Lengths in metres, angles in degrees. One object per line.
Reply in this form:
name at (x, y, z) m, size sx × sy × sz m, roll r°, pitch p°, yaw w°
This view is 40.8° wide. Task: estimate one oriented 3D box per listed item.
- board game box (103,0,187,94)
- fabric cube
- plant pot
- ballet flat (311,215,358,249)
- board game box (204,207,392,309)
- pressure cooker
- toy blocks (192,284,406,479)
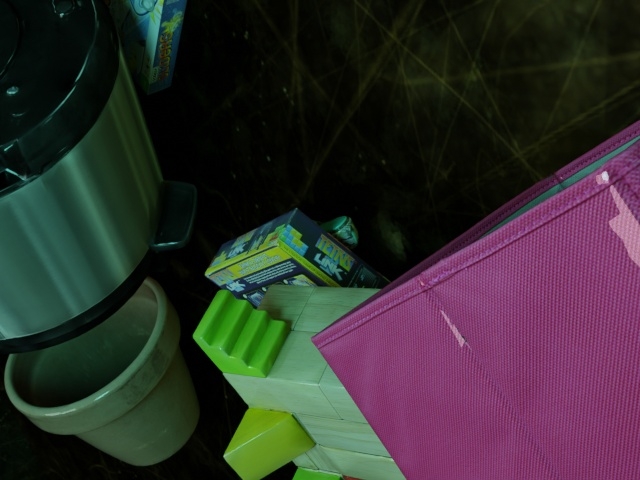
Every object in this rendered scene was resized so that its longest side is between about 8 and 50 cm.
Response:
board game box at (-0.201, -0.274, 0.931) m, size 0.136 × 0.035 × 0.201 m, roll 49°, pitch 146°, yaw 17°
fabric cube at (0.203, 0.068, 0.456) m, size 0.258 × 0.254 × 0.259 m, roll 57°, pitch 147°, yaw 4°
plant pot at (-0.292, 0.214, 1.285) m, size 0.263 × 0.263 × 0.229 m, roll 20°, pitch 149°, yaw 45°
ballet flat at (0.000, 0.000, 0.878) m, size 0.114 × 0.041 × 0.041 m, roll -4°, pitch 112°, yaw 55°
board game box at (-0.021, 0.043, 0.879) m, size 0.141 × 0.048 × 0.170 m, roll 39°, pitch 151°, yaw -18°
pressure cooker at (-0.376, -0.075, 0.989) m, size 0.370 × 0.375 × 0.420 m, roll 42°, pitch 158°, yaw 26°
toy blocks at (0.104, 0.170, 0.730) m, size 0.261 × 0.190 × 0.381 m, roll 1°, pitch 138°, yaw 34°
